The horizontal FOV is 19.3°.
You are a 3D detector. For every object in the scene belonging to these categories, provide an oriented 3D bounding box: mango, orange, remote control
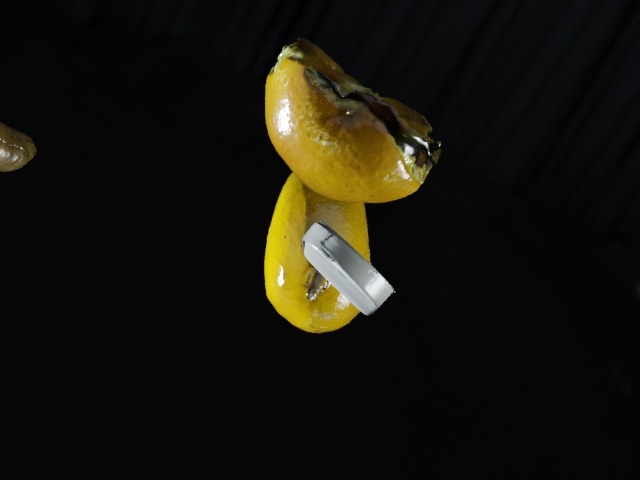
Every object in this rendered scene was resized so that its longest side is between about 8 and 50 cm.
[{"bbox_3d":[0.000,0.000,2.128,0.119,0.176,0.317,-1,-152,4],"label":"mango"},{"bbox_3d":[0.019,-0.092,1.605,0.160,0.112,0.170,30,179,-28],"label":"orange"},{"bbox_3d":[0.020,0.024,1.434,0.077,0.022,0.245,42,176,3],"label":"remote control"}]

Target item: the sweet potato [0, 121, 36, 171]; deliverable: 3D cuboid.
[{"bbox_3d":[-0.374,-0.119,1.763,0.273,0.075,0.075,24,-149,-39],"label":"sweet potato"}]
